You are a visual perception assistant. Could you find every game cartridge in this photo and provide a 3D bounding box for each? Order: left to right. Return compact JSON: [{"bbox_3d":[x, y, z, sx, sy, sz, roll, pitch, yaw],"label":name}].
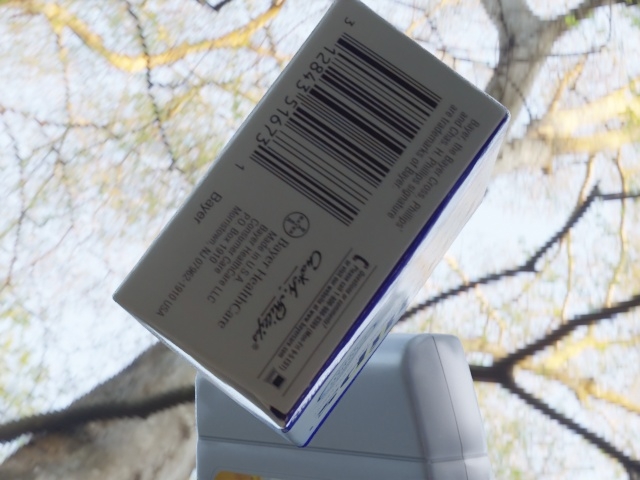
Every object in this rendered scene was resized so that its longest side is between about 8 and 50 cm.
[{"bbox_3d":[0.011,0.196,0.840,0.198,0.062,0.297,-4,-93,52],"label":"game cartridge"}]

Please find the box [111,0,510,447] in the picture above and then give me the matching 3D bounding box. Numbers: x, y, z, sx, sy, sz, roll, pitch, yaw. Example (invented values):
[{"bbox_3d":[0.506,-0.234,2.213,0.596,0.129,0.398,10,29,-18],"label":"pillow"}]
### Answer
[{"bbox_3d":[0.000,0.000,0.555,0.072,0.137,0.126,36,-97,7],"label":"box"}]
